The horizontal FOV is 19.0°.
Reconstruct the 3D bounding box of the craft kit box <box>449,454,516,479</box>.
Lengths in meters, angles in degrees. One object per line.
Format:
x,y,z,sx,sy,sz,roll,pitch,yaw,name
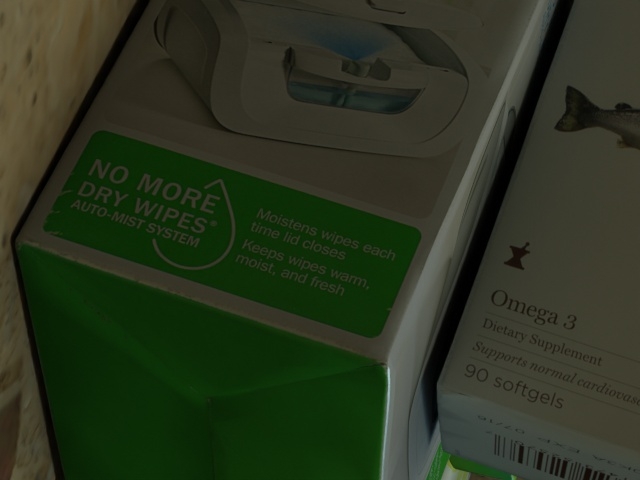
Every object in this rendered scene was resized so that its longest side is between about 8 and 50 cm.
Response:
0.125,-0.010,1.284,0.246,0.061,0.250,-56,140,-29,craft kit box

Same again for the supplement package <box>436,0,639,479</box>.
0.118,-0.002,0.670,0.105,0.105,0.179,74,34,-71,supplement package

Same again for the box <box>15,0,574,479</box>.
0.000,0.000,0.710,0.262,0.127,0.231,92,20,-55,box

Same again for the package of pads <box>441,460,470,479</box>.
0.061,0.179,1.478,0.296,0.101,0.229,94,14,-52,package of pads
